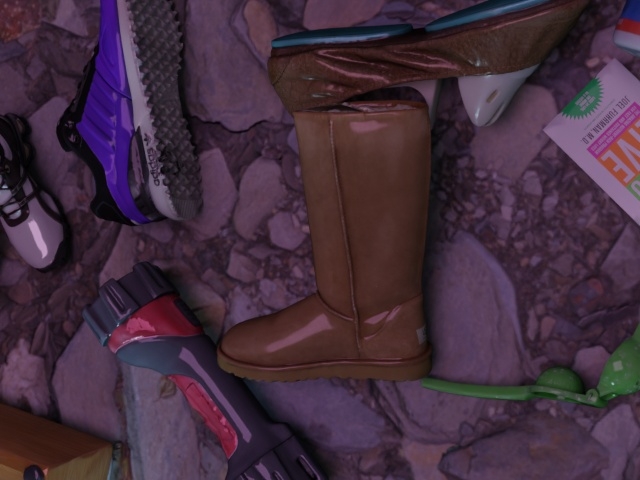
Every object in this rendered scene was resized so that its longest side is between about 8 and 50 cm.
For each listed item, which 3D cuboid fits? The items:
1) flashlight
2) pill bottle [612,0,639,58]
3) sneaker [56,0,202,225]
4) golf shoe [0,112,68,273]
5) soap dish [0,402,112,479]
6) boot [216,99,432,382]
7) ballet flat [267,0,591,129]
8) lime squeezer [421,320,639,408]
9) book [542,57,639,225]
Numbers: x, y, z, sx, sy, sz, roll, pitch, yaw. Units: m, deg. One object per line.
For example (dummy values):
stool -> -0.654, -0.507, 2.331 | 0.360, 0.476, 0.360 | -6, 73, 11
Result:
flashlight -> -0.128, 0.167, 1.342 | 0.304, 0.103, 0.103 | 53, 148, 12
pill bottle -> 0.352, -0.256, 1.112 | 0.124, 0.124, 0.222 | 24, 99, 22
sneaker -> -0.228, -0.156, 1.382 | 0.146, 0.102, 0.293 | -10, 86, 24
golf shoe -> -0.357, -0.052, 1.445 | 0.077, 0.094, 0.198 | -29, 80, 20
soap dish -> -0.392, 0.301, 1.446 | 0.290, 0.118, 0.229 | 15, 96, 22
boot -> 0.000, 0.000, 1.254 | 0.236, 0.089, 0.270 | -2, 107, 12
ballet flat -> 0.108, -0.165, 1.238 | 0.342, 0.116, 0.124 | -8, 105, 25
lime squeezer -> 0.239, 0.110, 1.199 | 0.310, 0.059, 0.110 | -32, 78, 22
book -> 0.294, -0.087, 1.191 | 0.096, 0.035, 0.144 | -47, 71, 13
